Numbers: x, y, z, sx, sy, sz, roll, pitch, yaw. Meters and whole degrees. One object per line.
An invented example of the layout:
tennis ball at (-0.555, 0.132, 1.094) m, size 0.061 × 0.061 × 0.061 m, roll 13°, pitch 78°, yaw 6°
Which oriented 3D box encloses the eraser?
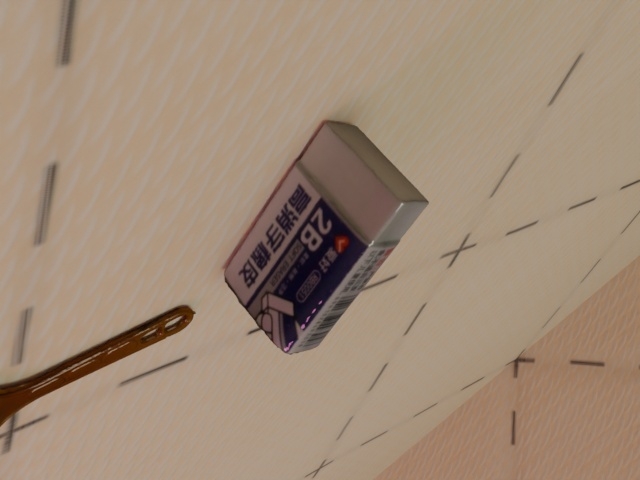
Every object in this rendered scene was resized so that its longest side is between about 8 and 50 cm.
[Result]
eraser at (0.000, 0.000, 0.828) m, size 0.068 × 0.124 × 0.210 m, roll -3°, pitch 136°, yaw -51°

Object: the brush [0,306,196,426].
brush at (-0.262, 0.137, 0.829) m, size 0.315 × 0.017 × 0.090 m, roll -25°, pitch 154°, yaw -29°
